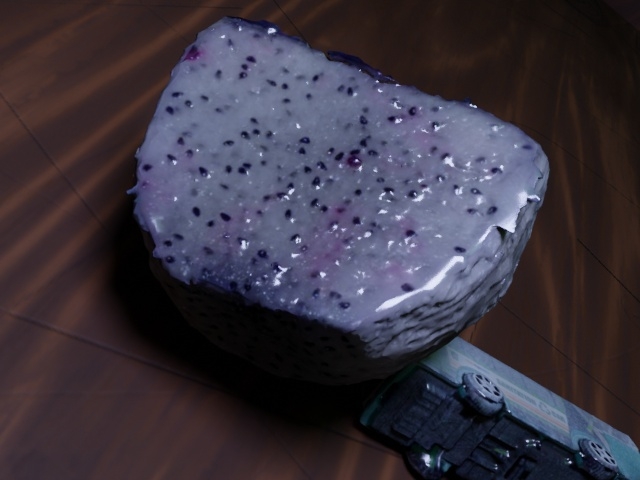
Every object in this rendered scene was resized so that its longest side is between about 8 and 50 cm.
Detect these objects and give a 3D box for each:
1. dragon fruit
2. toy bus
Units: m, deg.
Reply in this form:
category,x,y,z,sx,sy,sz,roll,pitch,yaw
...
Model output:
category,x,y,z,sx,sy,sz,roll,pitch,yaw
dragon fruit,0.000,0.000,0.698,0.283,0.204,0.221,22,62,15
toy bus,0.153,0.159,0.771,0.261,0.091,0.109,32,23,-17
